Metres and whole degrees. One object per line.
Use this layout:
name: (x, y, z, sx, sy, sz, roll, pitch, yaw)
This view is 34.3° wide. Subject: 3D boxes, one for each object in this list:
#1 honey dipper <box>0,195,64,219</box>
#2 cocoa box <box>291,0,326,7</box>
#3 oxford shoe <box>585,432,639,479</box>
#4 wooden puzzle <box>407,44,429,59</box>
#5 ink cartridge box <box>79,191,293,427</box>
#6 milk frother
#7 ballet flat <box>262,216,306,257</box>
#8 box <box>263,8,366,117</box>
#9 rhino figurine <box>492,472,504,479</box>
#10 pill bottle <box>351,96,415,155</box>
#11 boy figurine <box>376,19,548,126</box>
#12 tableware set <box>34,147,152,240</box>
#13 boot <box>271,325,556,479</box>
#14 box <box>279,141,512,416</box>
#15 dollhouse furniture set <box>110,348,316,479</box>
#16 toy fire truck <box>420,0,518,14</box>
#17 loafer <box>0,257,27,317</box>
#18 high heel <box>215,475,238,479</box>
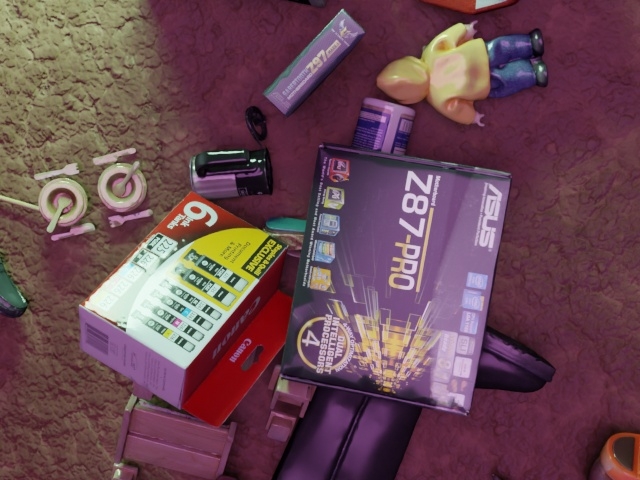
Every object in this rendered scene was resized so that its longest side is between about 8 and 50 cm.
honey dipper: (-0.537, -0.064, 1.873, 0.160, 0.030, 0.030, 17, 97, 4)
cocoa box: (-0.144, -0.539, 1.692, 0.347, 0.231, 0.228, 13, 96, 3)
oxford shoe: (0.638, 0.440, 1.806, 0.363, 0.130, 0.133, 19, 130, -4)
wooden puzzle: (0.215, -0.306, 1.797, 0.116, 0.014, 0.079, -14, 94, 6)
ink cartridge box: (-0.192, 0.108, 1.703, 0.271, 0.309, 0.130, 29, 141, 12)
milk frother: (-0.157, -0.151, 1.811, 0.134, 0.129, 0.143, -5, 52, 5)
ballet flat: (0.000, 0.000, 1.828, 0.206, 0.073, 0.067, 6, 123, 7)
box: (-0.009, -0.290, 1.706, 0.059, 0.233, 0.183, 44, 98, -7)
rhino figurine: (0.358, 0.515, 1.821, 0.073, 0.106, 0.243, -25, 93, 6)
pill bottle: (0.098, -0.154, 1.781, 0.094, 0.094, 0.169, 15, 97, 3)
boy figurine: (0.237, -0.276, 1.749, 0.285, 0.092, 0.177, -12, 99, 2)
tableware set: (-0.405, -0.080, 1.837, 0.194, 0.039, 0.128, -15, 94, -6)
boot: (0.149, 0.330, 1.796, 0.367, 0.146, 0.445, 25, 93, 12)
box: (0.122, 0.060, 1.687, 0.318, 0.097, 0.395, 11, 92, 9)
dollhouse furniture set: (-0.191, 0.314, 1.877, 0.303, 0.174, 0.356, 17, 124, -4)
toy fire truck: (0.222, -0.522, 1.718, 0.253, 0.169, 0.302, -8, 95, 29)
loafer: (-0.607, 0.046, 1.866, 0.078, 0.076, 0.223, -44, 87, 15)
high heel: (-0.199, 0.612, 1.815, 0.127, 0.181, 0.377, 5, 110, 1)
